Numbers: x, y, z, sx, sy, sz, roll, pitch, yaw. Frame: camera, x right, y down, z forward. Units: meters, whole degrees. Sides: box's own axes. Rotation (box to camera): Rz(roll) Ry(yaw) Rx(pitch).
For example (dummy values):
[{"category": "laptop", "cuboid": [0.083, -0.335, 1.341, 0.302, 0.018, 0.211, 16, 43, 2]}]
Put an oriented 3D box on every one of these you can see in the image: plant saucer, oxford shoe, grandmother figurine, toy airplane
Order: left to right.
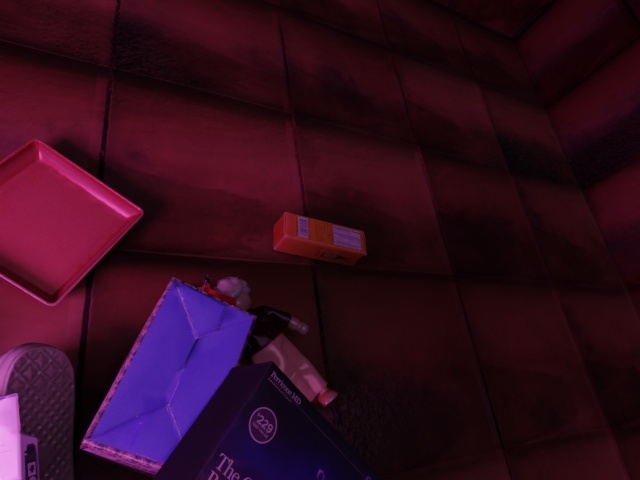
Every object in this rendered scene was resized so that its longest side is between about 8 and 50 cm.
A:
[{"category": "oxford shoe", "cuboid": [-0.447, 0.375, 0.591, 0.169, 0.130, 0.449, 34, 49, -65]}, {"category": "plant saucer", "cuboid": [-0.528, -0.036, 0.810, 0.259, 0.048, 0.258, 35, 52, -9]}, {"category": "toy airplane", "cuboid": [-0.245, 0.140, 0.852, 0.028, 0.151, 0.151, 27, 41, -65]}, {"category": "grandmother figurine", "cuboid": [-0.118, 0.221, 0.886, 0.342, 0.104, 0.208, 53, 39, 8]}]

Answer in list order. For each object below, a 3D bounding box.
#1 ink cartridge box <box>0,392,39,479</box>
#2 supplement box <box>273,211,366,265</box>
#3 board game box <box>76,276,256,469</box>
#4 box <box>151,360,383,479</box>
[{"category": "ink cartridge box", "cuboid": [-0.447, 0.310, 0.495, 0.206, 0.045, 0.208, -12, 74, -10]}, {"category": "supplement box", "cuboid": [0.000, 0.000, 1.086, 0.233, 0.078, 0.080, 15, 55, -24]}, {"category": "board game box", "cuboid": [-0.250, 0.231, 0.671, 0.141, 0.291, 0.232, 29, 54, -15]}, {"category": "box", "cuboid": [-0.052, 0.311, 0.530, 0.261, 0.103, 0.184, 51, 42, -16]}]
